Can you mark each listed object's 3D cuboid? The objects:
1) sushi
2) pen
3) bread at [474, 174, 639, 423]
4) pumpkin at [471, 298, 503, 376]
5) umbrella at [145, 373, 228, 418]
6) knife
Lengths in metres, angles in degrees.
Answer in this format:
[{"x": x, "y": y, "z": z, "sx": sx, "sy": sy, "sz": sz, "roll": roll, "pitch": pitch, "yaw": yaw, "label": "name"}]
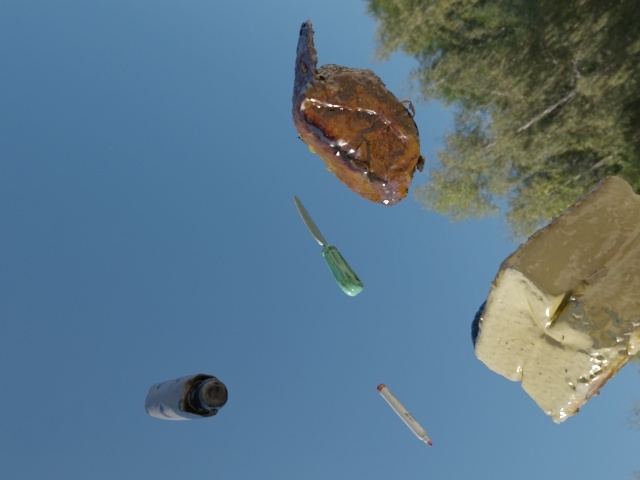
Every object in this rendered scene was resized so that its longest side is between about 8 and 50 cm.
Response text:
[{"x": 0.048, "y": -0.181, "z": 0.859, "sx": 0.296, "sy": 0.167, "sz": 0.179, "roll": 34, "pitch": -164, "yaw": -20, "label": "sushi"}, {"x": 0.206, "y": 0.427, "z": 1.346, "sx": 0.026, "sy": 0.026, "sz": 0.218, "roll": 12, "pitch": -162, "yaw": -33, "label": "pen"}, {"x": 0.542, "y": 0.122, "z": 1.113, "sx": 0.371, "sy": 0.390, "sz": 0.279, "roll": -31, "pitch": -122, "yaw": -21, "label": "bread"}, {"x": 0.510, "y": 0.233, "z": 1.445, "sx": 0.248, "sy": 0.248, "sz": 0.248, "roll": 23, "pitch": -137, "yaw": -24, "label": "pumpkin"}, {"x": -0.220, "y": 0.255, "z": 0.882, "sx": 0.073, "sy": 0.337, "sz": 0.067, "roll": 6, "pitch": -109, "yaw": -26, "label": "umbrella"}, {"x": -0.001, "y": 0.000, "z": 1.057, "sx": 0.260, "sy": 0.035, "sz": 0.063, "roll": 55, "pitch": -163, "yaw": 26, "label": "knife"}]
